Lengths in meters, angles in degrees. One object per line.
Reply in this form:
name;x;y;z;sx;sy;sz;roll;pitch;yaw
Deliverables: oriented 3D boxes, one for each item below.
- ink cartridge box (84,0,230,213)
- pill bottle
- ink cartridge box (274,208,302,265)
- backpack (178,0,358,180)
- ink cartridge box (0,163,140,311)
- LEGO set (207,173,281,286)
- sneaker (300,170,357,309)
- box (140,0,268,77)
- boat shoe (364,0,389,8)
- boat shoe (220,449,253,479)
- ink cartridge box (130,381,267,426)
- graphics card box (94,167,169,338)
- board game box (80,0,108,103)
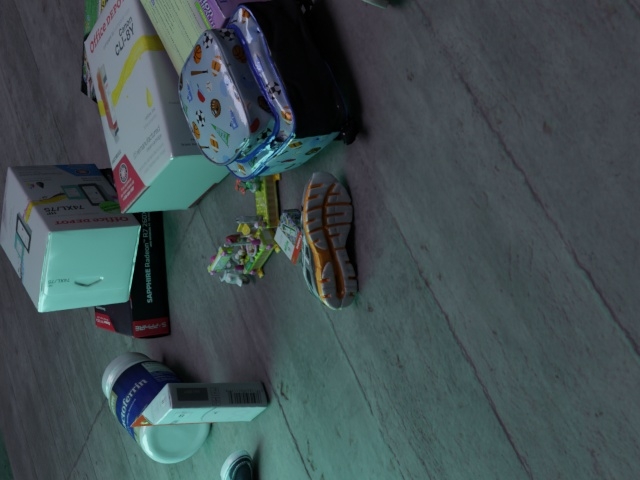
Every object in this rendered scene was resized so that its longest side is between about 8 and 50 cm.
ink cartridge box;-0.306;-0.280;1.950;0.279;0.160;0.384;-36;65;54
pill bottle;-0.349;0.338;2.124;0.265;0.153;0.153;29;119;53
ink cartridge box;-0.033;0.005;1.687;0.115;0.029;0.063;51;135;41
backpack;-0.098;-0.218;1.607;0.263;0.213;0.276;-48;57;62
ink cartridge box;-0.527;-0.011;2.134;0.270;0.198;0.197;45;130;43
LEGO set;-0.139;-0.035;1.775;0.132;0.107;0.287;48;133;43
sneaker;0.000;0.000;1.589;0.083;0.084;0.214;7;101;62
box;-0.192;-0.410;1.728;0.213;0.117;0.243;62;152;11
boat shoe;0.008;-0.439;1.495;0.335;0.112;0.095;41;111;40
boat shoe;-0.143;0.482;1.912;0.083;0.065;0.183;42;135;44
ink cartridge box;-0.230;0.327;1.900;0.232;0.189;0.066;-51;44;47
graphics card box;-0.430;0.022;2.258;0.233;0.094;0.370;5;98;57
board game box;-0.519;-0.457;2.384;0.136;0.030;0.259;39;127;51
